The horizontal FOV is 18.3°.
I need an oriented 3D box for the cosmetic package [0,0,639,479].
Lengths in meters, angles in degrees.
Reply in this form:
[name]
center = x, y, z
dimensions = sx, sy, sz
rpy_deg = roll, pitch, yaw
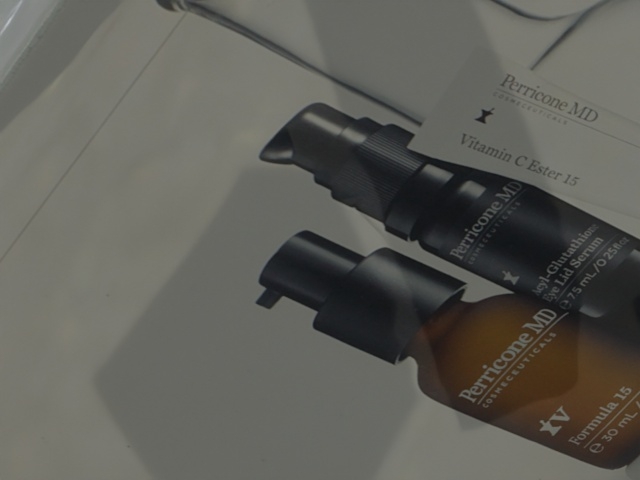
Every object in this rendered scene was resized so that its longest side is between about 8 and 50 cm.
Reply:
[cosmetic package]
center = 0.000, 0.000, 0.652
dimensions = 0.284, 0.097, 0.377
rpy_deg = 25, -61, -27
